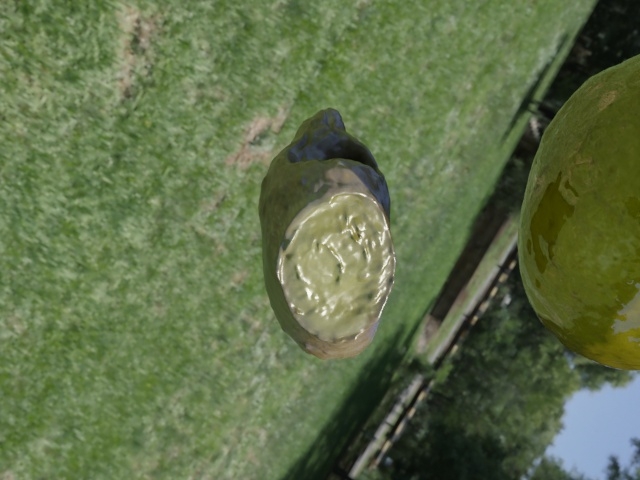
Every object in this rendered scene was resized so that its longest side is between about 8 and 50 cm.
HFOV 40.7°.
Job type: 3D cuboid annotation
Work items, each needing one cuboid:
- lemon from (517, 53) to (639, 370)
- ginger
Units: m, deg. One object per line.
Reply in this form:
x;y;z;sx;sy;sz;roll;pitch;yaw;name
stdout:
0.309;-0.019;0.774;0.316;0.285;0.285;-52;173;18;lemon
0.000;0.000;0.885;0.221;0.130;0.275;-112;-161;-68;ginger
